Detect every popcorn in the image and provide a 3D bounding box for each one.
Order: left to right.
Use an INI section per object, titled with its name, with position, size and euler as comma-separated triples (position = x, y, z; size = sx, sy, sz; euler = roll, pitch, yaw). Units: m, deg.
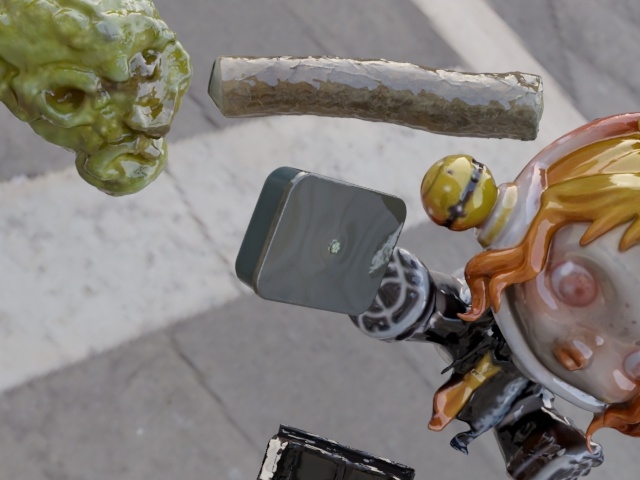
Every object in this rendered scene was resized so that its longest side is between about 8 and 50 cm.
[popcorn]
position = -0.264, -0.203, 1.958
size = 0.286, 0.225, 0.173
euler = 45, 41, -5

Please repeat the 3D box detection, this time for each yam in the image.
[yam]
position = 0.058, -0.150, 1.752
size = 0.357, 0.081, 0.081
euler = 3, 37, 2

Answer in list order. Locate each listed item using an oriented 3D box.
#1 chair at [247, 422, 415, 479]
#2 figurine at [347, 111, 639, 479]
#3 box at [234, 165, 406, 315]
[chair]
position = 0.010, 0.188, 1.224
size = 0.106, 0.113, 0.229
euler = 18, 23, 7
[figurine]
position = 0.210, 0.030, 1.272
size = 0.320, 0.323, 0.196
euler = 47, 31, -18
[box]
position = 0.000, 0.000, 1.130
size = 0.031, 0.091, 0.126
euler = 26, 10, 40
